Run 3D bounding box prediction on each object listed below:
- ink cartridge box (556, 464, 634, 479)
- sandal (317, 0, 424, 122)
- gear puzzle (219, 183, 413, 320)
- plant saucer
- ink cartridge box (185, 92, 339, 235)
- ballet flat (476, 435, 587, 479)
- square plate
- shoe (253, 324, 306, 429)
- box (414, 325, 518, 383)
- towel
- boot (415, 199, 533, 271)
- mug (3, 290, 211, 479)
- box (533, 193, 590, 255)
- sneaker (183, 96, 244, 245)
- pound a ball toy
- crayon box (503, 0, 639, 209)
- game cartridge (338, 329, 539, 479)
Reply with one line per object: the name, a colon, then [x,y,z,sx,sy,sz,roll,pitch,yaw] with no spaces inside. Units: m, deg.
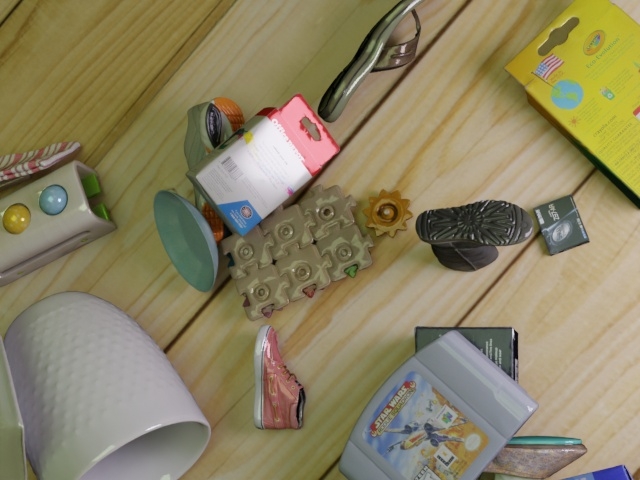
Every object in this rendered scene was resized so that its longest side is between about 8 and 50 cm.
ink cartridge box: [0.344,0.491,1.400,0.396,0.151,0.269,-15,104,11]
sandal: [0.110,-0.318,1.709,0.086,0.120,0.302,37,94,-8]
gear puzzle: [0.000,0.000,1.710,0.339,0.044,0.175,-26,72,8]
plant saucer: [-0.225,-0.005,1.724,0.037,0.195,0.195,-28,69,-28]
ink cartridge box: [-0.097,-0.134,1.692,0.231,0.078,0.134,-41,109,-11]
ballet flat: [0.256,0.351,1.539,0.316,0.108,0.106,-2,83,27]
square plate: [-0.536,0.263,1.602,0.049,0.344,0.347,-10,50,-25]
shoe: [-0.067,0.232,1.675,0.081,0.063,0.177,0,85,15]
box: [0.232,0.217,1.569,0.158,0.093,0.155,-1,80,16]
towel: [-0.564,-0.144,1.848,0.197,0.144,0.029,-11,109,17]
boot: [0.251,0.003,1.541,0.190,0.208,0.076,4,71,23]
mug: [-0.404,0.291,1.677,0.328,0.276,0.374,52,127,26]
box: [0.390,-0.025,1.605,0.067,0.018,0.083,-20,75,12]
sneaker: [-0.194,-0.123,1.772,0.121,0.099,0.262,10,99,55]
pound a ball toy: [-0.570,-0.056,1.838,0.319,0.136,0.208,-25,74,11]
crayon box: [0.476,-0.231,1.584,0.202,0.081,0.318,-43,72,5]
game cartridge: [0.163,0.292,1.498,0.198,0.062,0.297,40,108,14]
